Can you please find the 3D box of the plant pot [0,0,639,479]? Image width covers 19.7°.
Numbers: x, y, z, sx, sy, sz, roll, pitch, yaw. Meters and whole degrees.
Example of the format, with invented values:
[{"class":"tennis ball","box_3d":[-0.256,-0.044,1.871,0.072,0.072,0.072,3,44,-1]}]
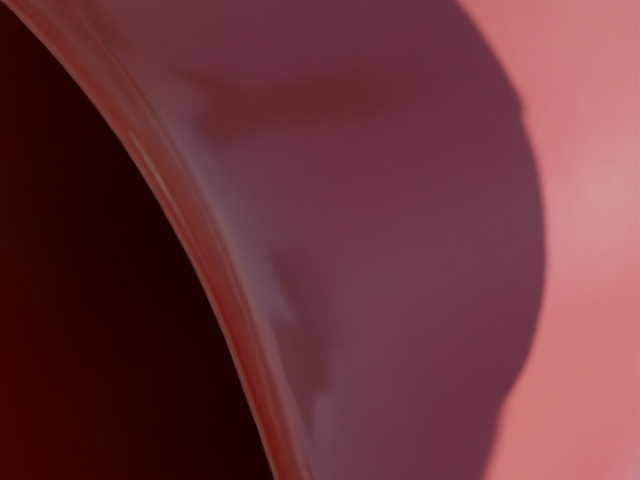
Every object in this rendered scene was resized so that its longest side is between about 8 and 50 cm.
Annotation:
[{"class":"plant pot","box_3d":[0.000,0.000,0.526,0.275,0.243,0.275,31,-46,39]}]
